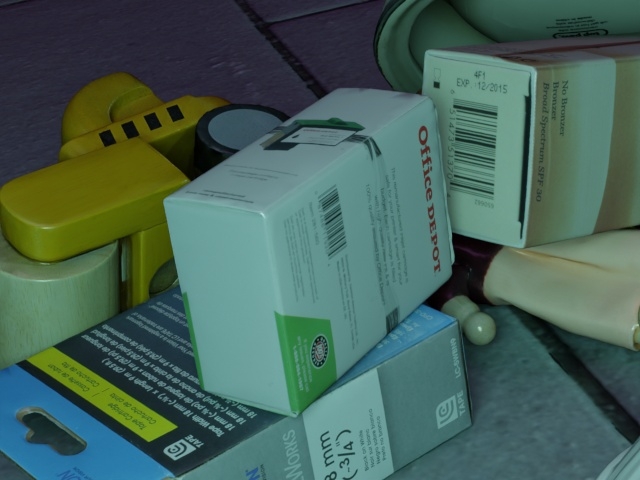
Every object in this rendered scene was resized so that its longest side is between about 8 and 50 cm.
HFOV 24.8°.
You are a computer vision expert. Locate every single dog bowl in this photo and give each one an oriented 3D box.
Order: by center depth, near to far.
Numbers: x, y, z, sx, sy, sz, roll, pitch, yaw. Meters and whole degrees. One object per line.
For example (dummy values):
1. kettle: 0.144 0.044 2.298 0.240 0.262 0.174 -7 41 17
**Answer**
1. dog bowl: 0.259 -0.242 1.448 0.408 0.408 0.150 -2 68 17

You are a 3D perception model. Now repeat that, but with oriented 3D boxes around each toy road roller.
1. toy road roller: -0.186 -0.021 1.314 0.329 0.203 0.240 -25 46 -34

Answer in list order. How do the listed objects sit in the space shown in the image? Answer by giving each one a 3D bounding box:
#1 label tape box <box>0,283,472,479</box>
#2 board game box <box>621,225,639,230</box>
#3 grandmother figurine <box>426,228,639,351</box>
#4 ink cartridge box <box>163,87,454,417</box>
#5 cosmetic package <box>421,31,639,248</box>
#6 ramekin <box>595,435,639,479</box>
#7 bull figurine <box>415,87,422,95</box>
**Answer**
1. label tape box: -0.087 0.132 1.125 0.333 0.106 0.240 -25 30 -30
2. board game box: 0.348 -0.025 1.367 0.170 0.048 0.141 -23 30 -25
3. grandmother figurine: 0.170 0.019 1.286 0.342 0.104 0.208 12 24 35
4. ink cartridge box: 0.000 0.000 1.064 0.092 0.160 0.219 10 30 33
5. cosmetic package: 0.233 -0.093 1.234 0.296 0.153 0.129 -12 19 -38
6. ramekin: 0.278 0.168 0.767 0.272 0.127 0.273 9 40 -8
7. bull figurine: 0.051 -0.088 1.470 0.188 0.101 0.310 -5 -3 11
